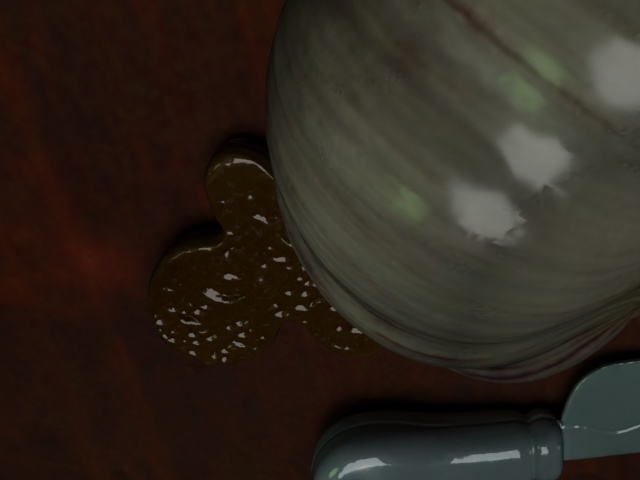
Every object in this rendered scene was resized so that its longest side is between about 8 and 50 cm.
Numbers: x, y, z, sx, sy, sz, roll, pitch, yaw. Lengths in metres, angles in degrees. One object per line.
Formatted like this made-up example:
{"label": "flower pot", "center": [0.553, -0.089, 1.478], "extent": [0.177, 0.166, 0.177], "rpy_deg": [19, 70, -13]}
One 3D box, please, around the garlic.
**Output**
{"label": "garlic", "center": [0.058, -0.094, 0.420], "extent": [0.253, 0.245, 0.245], "rpy_deg": [47, 124, 12]}

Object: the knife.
{"label": "knife", "center": [0.156, 0.100, 0.652], "extent": [0.331, 0.044, 0.080], "rpy_deg": [-12, 119, 5]}

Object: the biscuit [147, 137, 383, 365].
{"label": "biscuit", "center": [0.000, 0.000, 0.581], "extent": [0.205, 0.031, 0.138], "rpy_deg": [-30, 117, 22]}
